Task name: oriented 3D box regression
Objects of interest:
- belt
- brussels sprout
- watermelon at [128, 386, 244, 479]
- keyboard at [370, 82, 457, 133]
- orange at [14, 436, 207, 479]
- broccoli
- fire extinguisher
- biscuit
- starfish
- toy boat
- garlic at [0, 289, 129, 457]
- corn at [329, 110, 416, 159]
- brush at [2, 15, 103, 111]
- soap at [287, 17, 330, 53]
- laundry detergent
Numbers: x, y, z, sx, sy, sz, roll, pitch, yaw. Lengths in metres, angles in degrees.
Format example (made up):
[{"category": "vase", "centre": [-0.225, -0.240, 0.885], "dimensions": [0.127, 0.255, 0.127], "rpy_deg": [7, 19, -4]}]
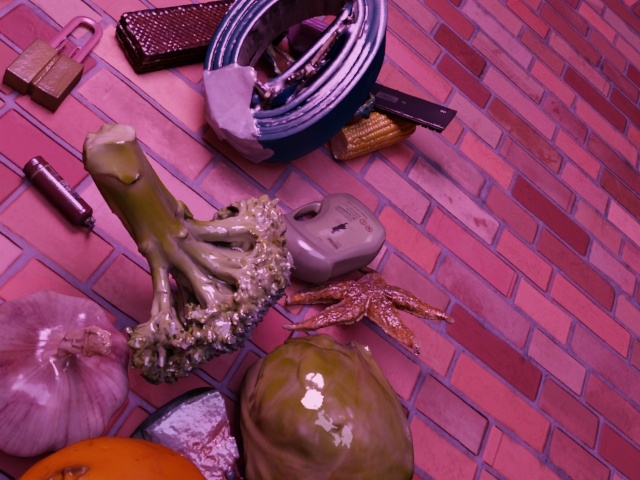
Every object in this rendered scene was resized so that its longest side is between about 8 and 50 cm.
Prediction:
[{"category": "belt", "centre": [-0.049, -0.364, 1.347], "dimensions": [0.300, 0.173, 0.436], "rpy_deg": [38, 80, 10]}, {"category": "brussels sprout", "centre": [0.006, 0.308, 1.087], "dimensions": [0.328, 0.247, 0.328], "rpy_deg": [46, 12, -13]}, {"category": "watermelon", "centre": [-0.187, 0.365, 1.060], "dimensions": [0.154, 0.094, 0.241], "rpy_deg": [-29, 86, -31]}, {"category": "keyboard", "centre": [0.153, -0.324, 1.546], "dimensions": [0.317, 0.027, 0.106], "rpy_deg": [23, 43, 16]}, {"category": "orange", "centre": [-0.273, 0.405, 0.846], "dimensions": [0.312, 0.312, 0.311], "rpy_deg": [14, 60, -25]}, {"category": "broccoli", "centre": [-0.206, -0.012, 1.100], "dimensions": [0.396, 0.275, 0.353], "rpy_deg": [63, 9, -1]}, {"category": "fire extinguisher", "centre": [-0.440, -0.075, 1.148], "dimensions": [0.158, 0.043, 0.064], "rpy_deg": [47, 9, -3]}, {"category": "biscuit", "centre": [-0.243, -0.449, 1.439], "dimensions": [0.388, 0.073, 0.107], "rpy_deg": [-24, 82, -37]}, {"category": "starfish", "centre": [0.094, 0.122, 1.271], "dimensions": [0.303, 0.060, 0.299], "rpy_deg": [18, 28, 28]}, {"category": "toy boat", "centre": [-0.015, -0.345, 1.478], "dimensions": [0.293, 0.099, 0.108], "rpy_deg": [32, 50, 9]}, {"category": "garlic", "centre": [-0.366, 0.173, 0.941], "dimensions": [0.245, 0.253, 0.244], "rpy_deg": [20, 55, -32]}, {"category": "corn", "centre": [0.126, -0.255, 1.550], "dimensions": [0.244, 0.093, 0.093], "rpy_deg": [-26, 81, -38]}, {"category": "brush", "centre": [-0.484, -0.354, 1.260], "dimensions": [0.103, 0.047, 0.233], "rpy_deg": [32, 53, -14]}, {"category": "soap", "centre": [0.027, -0.466, 1.591], "dimensions": [0.203, 0.065, 0.122], "rpy_deg": [16, 33, -24]}, {"category": "laundry detergent", "centre": [0.000, 0.000, 1.340], "dimensions": [0.253, 0.091, 0.181], "rpy_deg": [-26, 65, -37]}]
